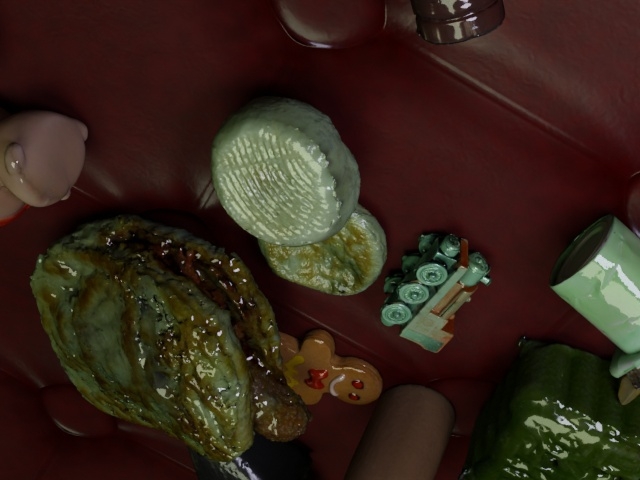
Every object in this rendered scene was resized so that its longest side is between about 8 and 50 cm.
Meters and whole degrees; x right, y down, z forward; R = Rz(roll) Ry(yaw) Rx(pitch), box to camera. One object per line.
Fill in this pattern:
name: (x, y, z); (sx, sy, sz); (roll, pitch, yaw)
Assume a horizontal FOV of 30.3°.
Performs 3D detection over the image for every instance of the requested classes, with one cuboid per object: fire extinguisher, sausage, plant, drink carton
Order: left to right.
plant: (-0.108, 0.392, 1.928); (0.164, 0.142, 0.256); (-26, 114, 35)
sausage: (0.106, 0.332, 1.714); (0.123, 0.253, 0.123); (13, 132, 15)
fire extinguisher: (0.094, -0.370, 1.176); (0.141, 0.105, 0.341); (10, 130, 42)
drink carton: (0.369, 0.055, 1.443); (0.142, 0.146, 0.144); (42, 132, -8)

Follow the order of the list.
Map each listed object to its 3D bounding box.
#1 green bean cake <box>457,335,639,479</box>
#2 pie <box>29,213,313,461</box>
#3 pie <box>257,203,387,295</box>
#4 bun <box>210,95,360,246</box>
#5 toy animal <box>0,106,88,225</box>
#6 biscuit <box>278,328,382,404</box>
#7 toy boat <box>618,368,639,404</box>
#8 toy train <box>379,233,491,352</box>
green bean cake: (0.348, 0.284, 1.646); (0.247, 0.156, 0.250); (23, 135, -2)
pie: (-0.249, 0.150, 1.721); (0.418, 0.180, 0.395); (4, 128, 35)
pie: (0.000, 0.000, 1.592); (0.187, 0.041, 0.187); (11, 134, 11)
bun: (-0.037, -0.089, 1.465); (0.195, 0.118, 0.195); (11, 122, 19)
toy animal: (-0.422, -0.103, 1.578); (0.197, 0.171, 0.171); (-11, 126, 31)
biscuit: (-0.028, 0.193, 1.786); (0.250, 0.036, 0.165); (18, 136, 4)
toy boat: (0.489, 0.120, 1.458); (0.089, 0.115, 0.310); (11, 141, -32)
toy train: (0.155, 0.065, 1.579); (0.118, 0.074, 0.176); (24, 131, -16)
